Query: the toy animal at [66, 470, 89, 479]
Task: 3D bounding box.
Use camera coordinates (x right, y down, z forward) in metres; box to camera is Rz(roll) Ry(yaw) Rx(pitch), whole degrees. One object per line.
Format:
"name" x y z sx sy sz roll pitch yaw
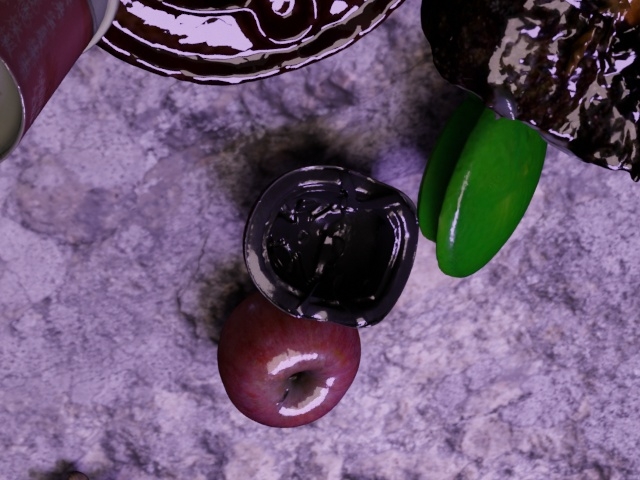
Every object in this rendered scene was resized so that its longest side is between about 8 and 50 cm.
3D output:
"toy animal" -0.299 0.313 2.080 0.214 0.094 0.186 -39 126 24

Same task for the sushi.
"sushi" 0.267 -0.190 1.759 0.348 0.234 0.207 12 124 -33

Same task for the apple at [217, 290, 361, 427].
"apple" -0.034 0.114 1.977 0.153 0.120 0.153 -12 128 -16

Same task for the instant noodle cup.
"instant noodle cup" -0.297 -0.177 1.552 0.234 0.178 0.235 9 136 9

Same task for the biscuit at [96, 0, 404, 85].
"biscuit" -0.064 -0.305 1.639 0.407 0.091 0.407 -10 131 -12

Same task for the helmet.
"helmet" 0.003 0.000 1.899 0.176 0.107 0.153 19 93 -14

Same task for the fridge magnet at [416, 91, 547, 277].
"fridge magnet" 0.160 -0.062 1.872 0.088 0.208 0.208 22 140 21
